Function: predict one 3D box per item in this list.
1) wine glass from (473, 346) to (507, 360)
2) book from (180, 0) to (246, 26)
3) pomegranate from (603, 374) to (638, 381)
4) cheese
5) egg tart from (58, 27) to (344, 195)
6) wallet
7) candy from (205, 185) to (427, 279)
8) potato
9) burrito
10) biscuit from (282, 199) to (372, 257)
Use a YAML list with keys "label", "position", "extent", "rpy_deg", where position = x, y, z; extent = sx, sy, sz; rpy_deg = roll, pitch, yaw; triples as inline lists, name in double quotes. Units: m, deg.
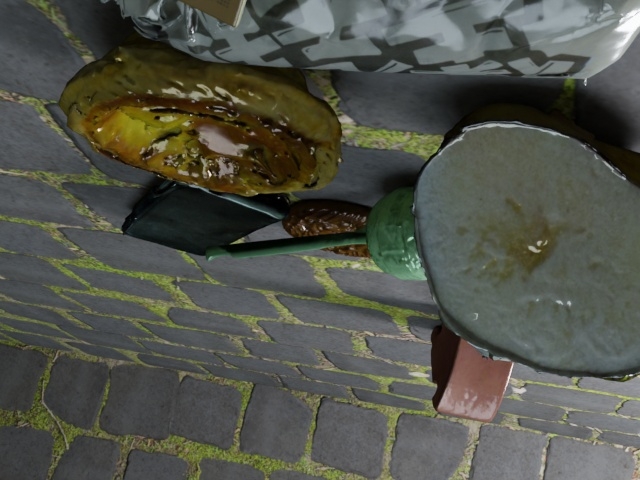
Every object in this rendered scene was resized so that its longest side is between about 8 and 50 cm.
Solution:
- label: "wine glass"
  position: [0.258, 0.059, 1.161]
  extent: [0.165, 0.165, 0.196]
  rpy_deg: [8, 157, 12]
- label: "book"
  position: [-0.086, -0.233, 0.576]
  extent: [0.118, 0.012, 0.172]
  rpy_deg: [27, 137, -1]
- label: "pomegranate"
  position: [0.437, 0.151, 1.362]
  extent: [0.163, 0.125, 0.138]
  rpy_deg: [3, 148, 32]
- label: "cheese"
  position: [0.276, 0.247, 1.671]
  extent: [0.128, 0.177, 0.203]
  rpy_deg: [14, 162, -7]
- label: "egg tart"
  position: [-0.110, -0.133, 0.875]
  extent: [0.290, 0.115, 0.290]
  rpy_deg: [10, 164, 3]
- label: "wallet"
  position: [-0.186, -0.037, 1.318]
  extent: [0.172, 0.045, 0.318]
  rpy_deg: [16, 161, -23]
- label: "candy"
  position: [0.000, 0.000, 1.192]
  extent: [0.440, 0.119, 0.119]
  rpy_deg: [-5, 156, 40]
- label: "potato"
  position: [0.240, -0.008, 0.911]
  extent: [0.300, 0.246, 0.196]
  rpy_deg: [37, -158, 2]
- label: "burrito"
  position: [0.021, -0.183, 0.664]
  extent: [0.445, 0.101, 0.139]
  rpy_deg: [4, 158, 20]
- label: "biscuit"
  position: [0.034, -0.012, 1.284]
  extent: [0.188, 0.027, 0.188]
  rpy_deg: [11, 162, 4]
